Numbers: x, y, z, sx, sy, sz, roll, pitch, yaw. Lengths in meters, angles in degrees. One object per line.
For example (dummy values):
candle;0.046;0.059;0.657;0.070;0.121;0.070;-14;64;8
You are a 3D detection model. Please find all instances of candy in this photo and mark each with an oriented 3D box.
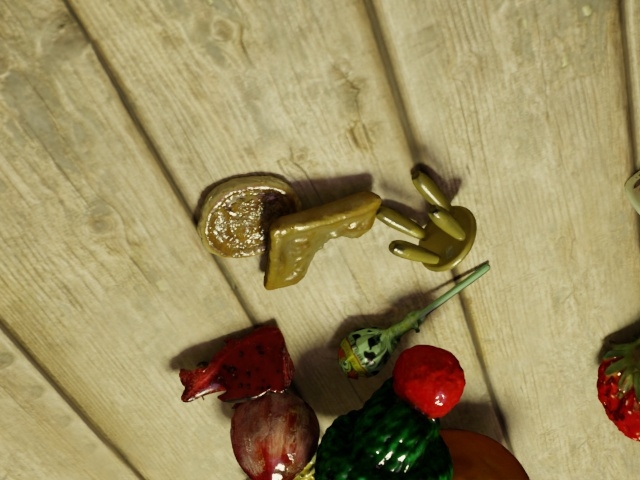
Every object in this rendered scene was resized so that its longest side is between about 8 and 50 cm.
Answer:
candy;0.160;0.131;1.648;0.305;0.083;0.091;-35;171;2

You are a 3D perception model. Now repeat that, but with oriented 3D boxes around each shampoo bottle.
shampoo bottle;0.544;-0.052;1.539;0.077;0.152;0.045;-37;134;17

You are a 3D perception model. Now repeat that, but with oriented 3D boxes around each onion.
onion;-0.079;0.358;1.676;0.160;0.194;0.159;0;149;0

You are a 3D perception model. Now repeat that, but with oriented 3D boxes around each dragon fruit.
dragon fruit;-0.135;0.232;1.597;0.192;0.122;0.092;-21;150;-3

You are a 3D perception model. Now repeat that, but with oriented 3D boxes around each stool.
stool;0.160;-0.022;1.461;0.110;0.135;0.134;32;71;-36

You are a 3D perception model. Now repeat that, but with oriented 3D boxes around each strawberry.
strawberry;0.679;0.291;1.846;0.277;0.257;0.257;36;114;-28

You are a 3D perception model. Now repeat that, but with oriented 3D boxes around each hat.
hat;0.123;0.321;1.625;0.242;0.274;0.332;14;108;-17

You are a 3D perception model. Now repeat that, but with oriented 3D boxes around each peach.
peach;0.250;0.532;1.884;0.342;0.343;0.302;-53;170;29

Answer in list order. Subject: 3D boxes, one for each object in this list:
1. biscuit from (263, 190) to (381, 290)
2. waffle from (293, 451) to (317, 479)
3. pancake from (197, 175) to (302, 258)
biscuit;0.000;0.000;1.461;0.183;0.039;0.174;-20;149;-15
waffle;-0.034;0.483;1.909;0.204;0.054;0.223;-15;137;-6
pancake;-0.103;-0.031;1.416;0.158;0.028;0.158;-12;133;-13
